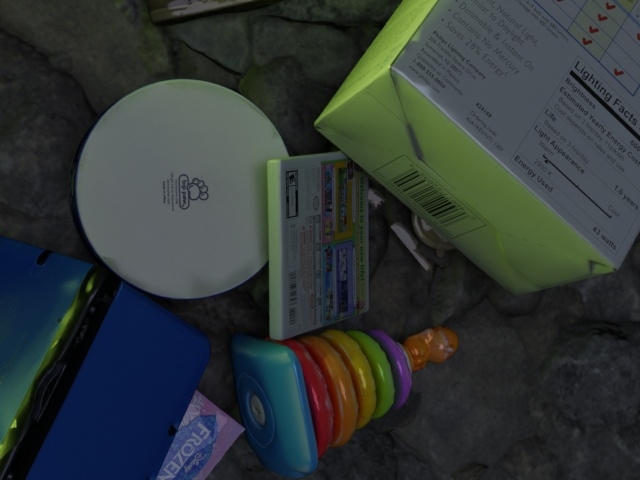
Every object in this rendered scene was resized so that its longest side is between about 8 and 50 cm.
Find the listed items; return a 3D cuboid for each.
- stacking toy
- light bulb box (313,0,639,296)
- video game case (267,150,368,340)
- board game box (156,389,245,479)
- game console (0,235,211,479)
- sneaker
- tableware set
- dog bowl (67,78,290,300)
[{"bbox_3d":[0.049,0.167,1.419,0.302,0.175,0.166,-16,101,-29],"label":"stacking toy"},{"bbox_3d":[0.253,-0.188,1.380,0.358,0.225,0.361,40,67,-12],"label":"light bulb box"},{"bbox_3d":[0.000,0.000,1.380,0.193,0.023,0.212,-13,105,-55],"label":"video game case"},{"bbox_3d":[-0.311,0.248,1.346,0.318,0.066,0.319,40,81,-12],"label":"board game box"},{"bbox_3d":[-0.306,0.178,1.264,0.250,0.173,0.293,15,68,21],"label":"game console"},{"bbox_3d":[-0.123,-0.316,1.392,0.188,0.066,0.071,-14,93,-15],"label":"sneaker"},{"bbox_3d":[0.127,-0.073,1.480,0.128,0.039,0.194,-40,95,0],"label":"tableware set"},{"bbox_3d":[-0.167,-0.060,1.363,0.265,0.104,0.265,0,91,-15],"label":"dog bowl"}]
